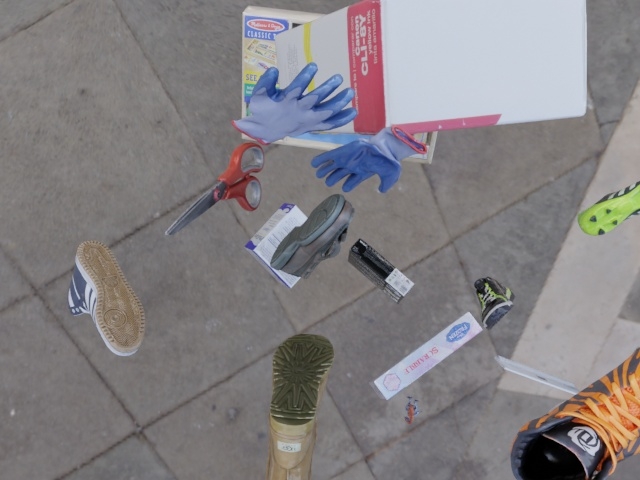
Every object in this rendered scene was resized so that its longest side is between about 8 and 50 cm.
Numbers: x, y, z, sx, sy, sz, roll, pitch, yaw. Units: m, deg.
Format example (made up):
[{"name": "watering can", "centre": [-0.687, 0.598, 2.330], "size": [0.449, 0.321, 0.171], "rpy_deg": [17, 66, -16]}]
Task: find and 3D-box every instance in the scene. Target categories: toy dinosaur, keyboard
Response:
[{"name": "toy dinosaur", "centre": [0.238, 0.461, 1.783], "size": [0.090, 0.047, 0.082], "rpy_deg": [-13, 115, -60]}, {"name": "keyboard", "centre": [0.582, 0.362, 1.762], "size": [0.256, 0.072, 0.014], "rpy_deg": [21, 107, -13]}]

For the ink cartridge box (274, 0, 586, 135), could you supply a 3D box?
[{"name": "ink cartridge box", "centre": [0.124, -0.238, 0.923], "size": [0.279, 0.385, 0.160], "rpy_deg": [-10, 103, -20]}]

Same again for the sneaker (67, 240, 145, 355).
[{"name": "sneaker", "centre": [-0.463, 0.152, 1.424], "size": [0.099, 0.282, 0.153], "rpy_deg": [-7, 144, -38]}]

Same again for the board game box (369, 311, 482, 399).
[{"name": "board game box", "centre": [0.289, 0.336, 1.895], "size": [0.318, 0.318, 0.066], "rpy_deg": [-35, 79, -5]}]

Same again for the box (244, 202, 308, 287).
[{"name": "box", "centre": [-0.072, 0.010, 1.447], "size": [0.137, 0.072, 0.126], "rpy_deg": [-48, 113, -12]}]

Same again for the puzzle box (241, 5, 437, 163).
[{"name": "puzzle box", "centre": [0.046, -0.307, 1.331], "size": [0.409, 0.052, 0.272], "rpy_deg": [8, 125, 4]}]

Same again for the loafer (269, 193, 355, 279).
[{"name": "loafer", "centre": [0.000, 0.000, 1.171], "size": [0.084, 0.267, 0.096], "rpy_deg": [33, 59, -13]}]

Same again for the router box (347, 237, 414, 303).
[{"name": "router box", "centre": [0.149, 0.080, 1.677], "size": [0.179, 0.133, 0.046], "rpy_deg": [41, 79, 9]}]

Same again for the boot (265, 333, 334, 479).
[{"name": "boot", "centre": [-0.044, 0.310, 1.017], "size": [0.089, 0.236, 0.269], "rpy_deg": [9, 118, 8]}]

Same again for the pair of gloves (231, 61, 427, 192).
[{"name": "pair of gloves", "centre": [0.011, -0.106, 0.674], "size": [0.198, 0.159, 0.023], "rpy_deg": [28, 66, -25]}]

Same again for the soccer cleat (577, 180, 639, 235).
[{"name": "soccer cleat", "centre": [0.479, -0.064, 1.016], "size": [0.179, 0.072, 0.060], "rpy_deg": [-26, 102, 12]}]

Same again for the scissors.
[{"name": "scissors", "centre": [-0.145, -0.080, 0.945], "size": [0.021, 0.297, 0.109], "rpy_deg": [7, 103, 18]}]

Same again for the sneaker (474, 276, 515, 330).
[{"name": "sneaker", "centre": [0.393, 0.139, 1.559], "size": [0.097, 0.235, 0.084], "rpy_deg": [44, 106, 9]}]

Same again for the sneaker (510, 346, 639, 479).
[{"name": "sneaker", "centre": [0.346, 0.201, 0.743], "size": [0.180, 0.124, 0.321], "rpy_deg": [-8, 143, -49]}]
